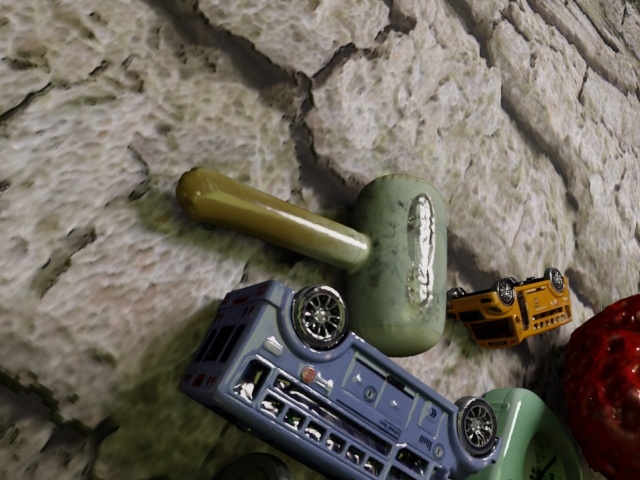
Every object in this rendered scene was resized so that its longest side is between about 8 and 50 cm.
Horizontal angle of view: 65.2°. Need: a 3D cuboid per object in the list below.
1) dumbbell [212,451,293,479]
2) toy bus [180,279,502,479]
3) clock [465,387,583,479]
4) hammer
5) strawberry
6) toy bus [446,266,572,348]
[{"bbox_3d":[-0.012,0.278,0.418,0.254,0.110,0.110,49,53,-21],"label":"dumbbell"},{"bbox_3d":[0.027,0.158,0.463,0.292,0.125,0.133,38,63,-19],"label":"toy bus"},{"bbox_3d":[0.268,0.305,0.630,0.211,0.066,0.159,48,54,-14],"label":"clock"},{"bbox_3d":[0.000,0.000,0.514,0.305,0.113,0.202,18,63,-25],"label":"hammer"},{"bbox_3d":[0.441,0.192,0.614,0.345,0.317,0.296,10,99,-46],"label":"strawberry"},{"bbox_3d":[0.261,0.093,0.680,0.194,0.083,0.088,-5,79,-38],"label":"toy bus"}]
